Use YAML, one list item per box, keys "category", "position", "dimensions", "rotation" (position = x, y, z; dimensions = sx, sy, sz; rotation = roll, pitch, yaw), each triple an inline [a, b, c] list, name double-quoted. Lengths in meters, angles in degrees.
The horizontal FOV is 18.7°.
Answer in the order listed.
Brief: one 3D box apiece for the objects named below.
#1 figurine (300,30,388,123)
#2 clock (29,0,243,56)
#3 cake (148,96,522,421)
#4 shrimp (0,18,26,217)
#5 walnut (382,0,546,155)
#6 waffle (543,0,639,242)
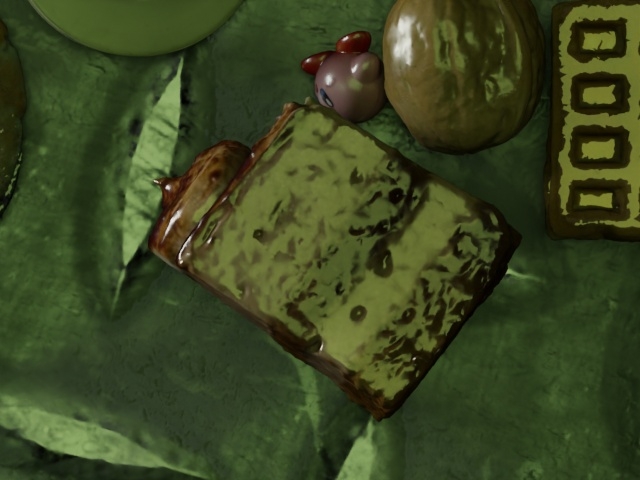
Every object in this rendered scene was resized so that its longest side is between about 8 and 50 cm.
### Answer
- category: "figurine"
  position: [0.029, -0.140, 1.721]
  dimensions: [0.067, 0.083, 0.071]
  rotation: [-6, 74, -30]
- category: "clock"
  position: [-0.164, -0.280, 1.715]
  dimensions: [0.235, 0.029, 0.235]
  rotation: [-2, 97, -14]
- category: "cake"
  position: [0.000, 0.000, 1.664]
  dimensions: [0.293, 0.196, 0.198]
  rotation: [34, 86, 4]
- category: "shrimp"
  position: [-0.451, -0.052, 1.707]
  dimensions: [0.445, 0.085, 0.272]
  rotation: [-41, 96, -7]
- category: "walnut"
  position: [0.127, -0.155, 1.689]
  dimensions: [0.166, 0.149, 0.166]
  rotation: [-8, 104, -38]
- category: "waffle"
  position: [0.361, -0.102, 1.698]
  dimensions: [0.328, 0.098, 0.224]
  rotation: [2, 91, 8]
